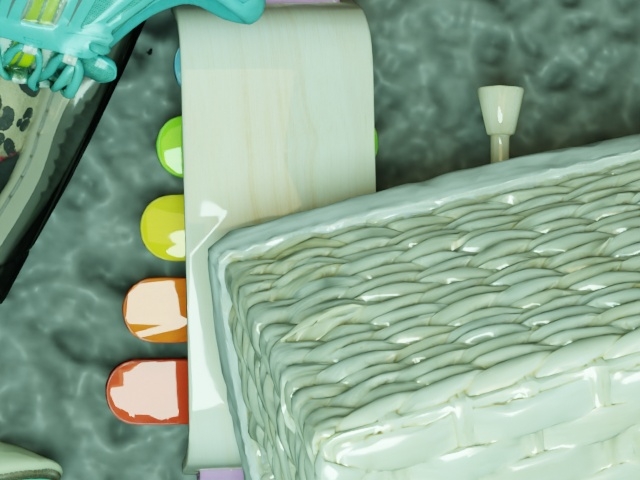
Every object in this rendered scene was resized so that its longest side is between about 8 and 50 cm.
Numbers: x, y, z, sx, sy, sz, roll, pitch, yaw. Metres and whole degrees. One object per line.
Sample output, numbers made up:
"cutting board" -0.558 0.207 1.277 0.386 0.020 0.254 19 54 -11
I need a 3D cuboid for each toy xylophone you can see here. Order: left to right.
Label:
"toy xylophone" 0.000 0.000 1.160 0.236 0.081 0.323 7 89 -8

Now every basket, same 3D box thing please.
"basket" 0.141 0.146 1.023 0.331 0.266 0.328 -14 112 -9

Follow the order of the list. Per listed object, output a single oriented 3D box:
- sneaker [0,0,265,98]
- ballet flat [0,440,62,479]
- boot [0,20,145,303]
"sneaker" -0.156 -0.128 1.028 0.275 0.107 0.110 -19 95 -13
"ballet flat" -0.283 0.151 1.152 0.248 0.086 0.086 -18 91 -2
"boot" -0.279 -0.097 1.116 0.284 0.138 0.377 27 85 -4
